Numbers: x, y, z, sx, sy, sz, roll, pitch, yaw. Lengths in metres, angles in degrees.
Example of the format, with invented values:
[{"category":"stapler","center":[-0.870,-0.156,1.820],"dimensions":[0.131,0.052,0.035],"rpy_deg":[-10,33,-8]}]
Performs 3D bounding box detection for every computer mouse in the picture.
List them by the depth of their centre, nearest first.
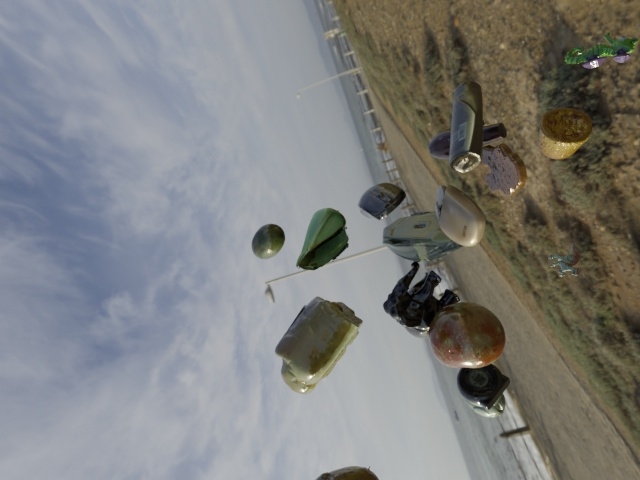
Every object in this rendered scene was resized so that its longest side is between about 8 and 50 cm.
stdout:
[{"category":"computer mouse","center":[0.423,-0.079,1.285],"dimensions":[0.236,0.082,0.145],"rpy_deg":[-113,17,-52]},{"category":"computer mouse","center":[0.200,-0.147,1.464],"dimensions":[0.086,0.137,0.270],"rpy_deg":[48,177,-12]},{"category":"computer mouse","center":[0.439,-0.007,1.668],"dimensions":[0.228,0.429,0.145],"rpy_deg":[-42,-64,-33]}]

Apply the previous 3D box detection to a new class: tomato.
[{"category":"tomato","center":[0.531,0.335,1.513],"dimensions":[0.270,0.270,0.222],"rpy_deg":[-53,-54,-79]}]

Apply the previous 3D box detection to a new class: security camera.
[{"category":"security camera","center":[0.728,0.677,1.843],"dimensions":[0.191,0.197,0.277],"rpy_deg":[28,157,46]}]

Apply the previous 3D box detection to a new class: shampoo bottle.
[{"category":"shampoo bottle","center":[0.493,-0.397,1.390],"dimensions":[0.125,0.084,0.350],"rpy_deg":[133,152,-58]}]

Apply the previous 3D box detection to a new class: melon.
[{"category":"melon","center":[-0.192,0.002,1.532],"dimensions":[0.114,0.167,0.114],"rpy_deg":[24,-142,-20]}]

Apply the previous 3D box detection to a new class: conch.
[{"category":"conch","center":[0.019,0.000,1.489],"dimensions":[0.143,0.137,0.250],"rpy_deg":[28,-118,-34]}]

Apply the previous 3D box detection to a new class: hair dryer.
[{"category":"hair dryer","center":[0.635,-0.442,1.662],"dimensions":[0.340,0.313,0.123],"rpy_deg":[-36,-71,-37]}]

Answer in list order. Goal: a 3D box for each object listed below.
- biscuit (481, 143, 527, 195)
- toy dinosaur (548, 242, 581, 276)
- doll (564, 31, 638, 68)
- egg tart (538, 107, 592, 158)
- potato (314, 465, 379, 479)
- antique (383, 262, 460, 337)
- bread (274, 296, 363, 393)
[{"category":"biscuit","center":[0.629,-0.241,1.409],"dimensions":[0.295,0.044,0.185],"rpy_deg":[-92,-18,-74]},{"category":"toy dinosaur","center":[1.147,0.084,1.882],"dimensions":[0.167,0.242,0.053],"rpy_deg":[7,124,59]},{"category":"doll","center":[0.869,-0.589,1.278],"dimensions":[0.050,0.190,0.115],"rpy_deg":[43,-129,-46]},{"category":"egg tart","center":[1.014,-0.444,1.741],"dimensions":[0.147,0.203,0.202],"rpy_deg":[73,-177,-63]},{"category":"potato","center":[0.059,0.640,0.980],"dimensions":[0.229,0.229,0.266],"rpy_deg":[-95,-8,-53]},{"category":"antique","center":[0.419,0.269,1.704],"dimensions":[0.322,0.255,0.185],"rpy_deg":[46,179,-22]},{"category":"bread","center":[-0.021,0.354,1.428],"dimensions":[0.210,0.341,0.300],"rpy_deg":[35,-176,18]}]
